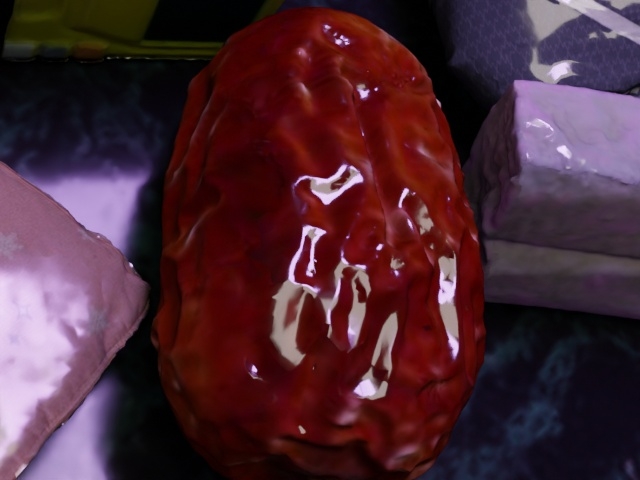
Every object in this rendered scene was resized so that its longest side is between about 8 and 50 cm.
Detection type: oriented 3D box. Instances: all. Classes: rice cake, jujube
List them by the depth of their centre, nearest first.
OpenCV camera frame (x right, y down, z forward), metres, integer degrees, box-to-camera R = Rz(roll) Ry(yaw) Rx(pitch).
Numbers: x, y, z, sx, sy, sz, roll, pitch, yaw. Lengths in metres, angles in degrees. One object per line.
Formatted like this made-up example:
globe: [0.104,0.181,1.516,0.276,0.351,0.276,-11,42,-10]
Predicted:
jujube: [0.000,0.000,0.436,0.109,0.112,0.176,-9,62,20]
rice cake: [0.190,-0.004,0.510,0.298,0.106,0.050,5,57,-18]

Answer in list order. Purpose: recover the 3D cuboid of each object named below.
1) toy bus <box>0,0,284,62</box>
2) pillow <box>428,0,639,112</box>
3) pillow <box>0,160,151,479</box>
toy bus: [-0.087,-0.208,0.478,0.150,0.128,0.262,-2,71,-22]
pillow: [0.090,-0.196,0.558,0.161,0.092,0.335,-10,72,-20]
pillow: [-0.187,-0.005,0.403,0.248,0.049,0.135,34,60,0]
